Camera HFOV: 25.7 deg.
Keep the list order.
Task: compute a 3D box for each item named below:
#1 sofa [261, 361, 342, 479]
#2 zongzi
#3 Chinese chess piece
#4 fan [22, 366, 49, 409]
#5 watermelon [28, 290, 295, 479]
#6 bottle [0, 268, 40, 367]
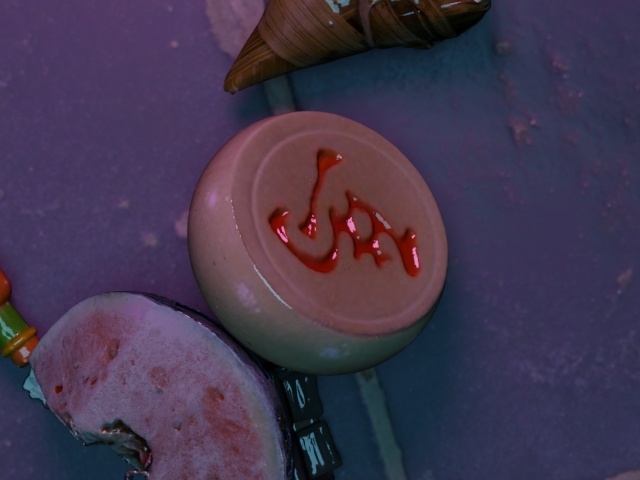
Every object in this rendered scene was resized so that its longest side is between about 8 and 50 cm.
[{"bbox_3d":[-0.019,0.196,1.462,0.060,0.085,0.147,-15,93,3],"label":"sofa"},{"bbox_3d":[0.000,-0.308,1.418,0.288,0.134,0.286,-19,87,8],"label":"zongzi"},{"bbox_3d":[0.000,0.000,1.376,0.273,0.102,0.273,16,56,-26],"label":"Chinese chess piece"},{"bbox_3d":[-0.278,0.139,1.493,0.056,0.004,0.083,35,91,-3],"label":"fan"},{"bbox_3d":[-0.119,0.158,1.392,0.322,0.175,0.188,43,105,11],"label":"watermelon"},{"bbox_3d":[-0.356,0.052,1.454,0.069,0.069,0.187,-39,93,1],"label":"bottle"}]
